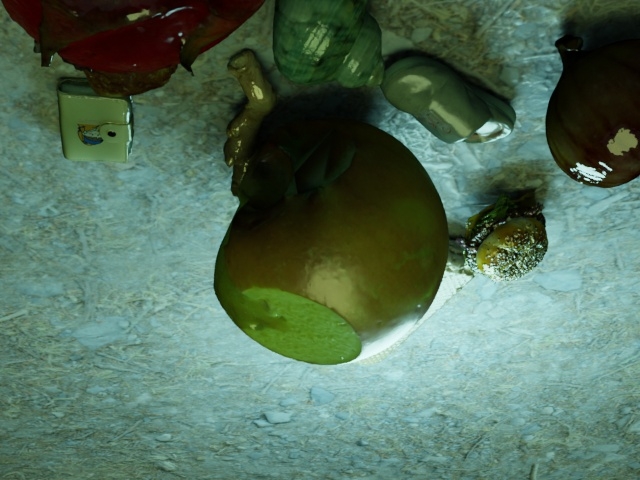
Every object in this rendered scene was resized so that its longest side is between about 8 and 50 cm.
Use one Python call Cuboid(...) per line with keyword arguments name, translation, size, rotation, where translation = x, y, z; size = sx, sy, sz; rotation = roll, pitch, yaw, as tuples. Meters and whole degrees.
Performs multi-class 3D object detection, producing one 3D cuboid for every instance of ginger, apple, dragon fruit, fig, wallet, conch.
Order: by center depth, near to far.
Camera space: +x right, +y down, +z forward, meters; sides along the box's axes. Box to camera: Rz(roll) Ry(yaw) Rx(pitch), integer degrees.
Cuboid(name="dragon fruit", translation=(-0.233, -0.287, 1.213), size=(0.343, 0.100, 0.282), rotation=(14, 133, -18))
Cuboid(name="conch", translation=(0.012, -0.278, 1.374), size=(0.176, 0.122, 0.188), rotation=(-43, 139, 12))
Cuboid(name="fig", translation=(0.426, -0.187, 1.491), size=(0.235, 0.214, 0.235), rotation=(-23, 145, -18))
Cuboid(name="wallet", translation=(-0.335, -0.178, 1.570), size=(0.110, 0.039, 0.155), rotation=(5, 146, -7))
Cuboid(name="ginger", translation=(-0.112, -0.166, 1.579), size=(0.089, 0.075, 0.288), rotation=(-37, 157, -27))
Cuboid(name="apple", translation=(0.000, 0.000, 1.588), size=(0.384, 0.374, 0.374), rotation=(-23, 144, 8))

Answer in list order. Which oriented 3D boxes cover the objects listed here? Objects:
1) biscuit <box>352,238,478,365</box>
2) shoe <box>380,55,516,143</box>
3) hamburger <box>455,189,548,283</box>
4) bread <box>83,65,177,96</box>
Cuboid(name="biscuit", translation=(0.143, 0.122, 2.047), size=(0.144, 0.079, 0.426), rotation=(14, 143, -23))
Cuboid(name="shoe", translation=(0.194, -0.186, 1.551), size=(0.251, 0.100, 0.103), rotation=(17, 143, -33))
Cuboid(name="hamburger", translation=(0.327, 0.001, 1.826), size=(0.164, 0.093, 0.189), rotation=(-30, 138, -2))
Cuboid(name="bread", translation=(-0.269, -0.272, 1.367), size=(0.132, 0.103, 0.172), rotation=(-9, 148, 9))
